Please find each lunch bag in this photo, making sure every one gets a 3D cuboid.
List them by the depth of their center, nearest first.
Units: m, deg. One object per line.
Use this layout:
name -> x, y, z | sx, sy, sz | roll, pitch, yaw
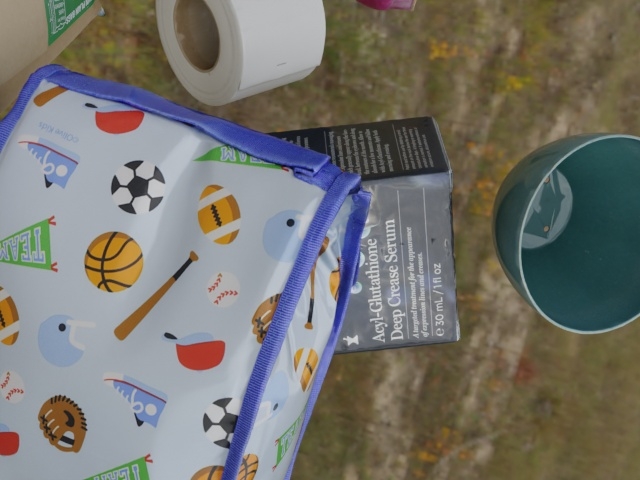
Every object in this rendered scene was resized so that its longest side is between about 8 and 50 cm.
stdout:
lunch bag -> -0.153, 0.063, 1.063 | 0.239, 0.327, 0.385 | -34, 142, -66

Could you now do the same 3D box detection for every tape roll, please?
tape roll -> -0.132, -0.355, 1.870 | 0.169, 0.246, 0.246 | -22, 121, -34

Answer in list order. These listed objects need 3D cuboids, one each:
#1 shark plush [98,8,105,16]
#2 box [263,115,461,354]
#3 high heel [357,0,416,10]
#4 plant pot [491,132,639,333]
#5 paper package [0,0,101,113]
shark plush -> -0.352, -0.342, 1.577 | 0.067, 0.073, 0.161 | -30, 162, -2
box -> 0.000, 0.000, 1.762 | 0.212, 0.395, 0.294 | -94, 178, -61
high heel -> 0.138, -0.540, 2.181 | 0.244, 0.117, 0.082 | 101, -6, -50
plant pot -> 0.367, -0.030, 1.717 | 0.290, 0.195, 0.290 | -7, 107, -22
paper package -> -0.426, -0.263, 1.202 | 0.325, 0.309, 0.168 | -68, 163, -54
